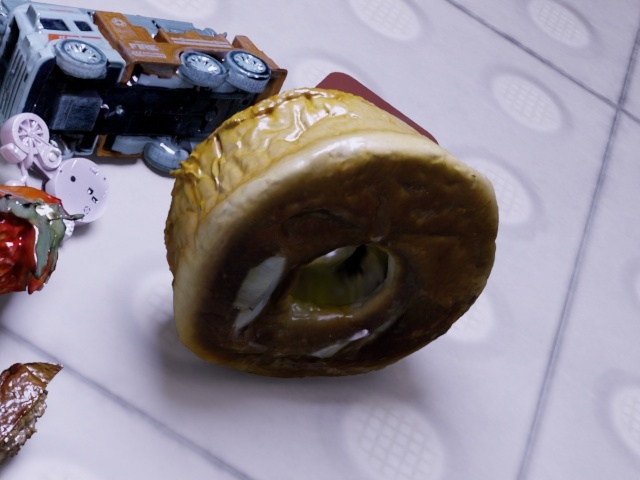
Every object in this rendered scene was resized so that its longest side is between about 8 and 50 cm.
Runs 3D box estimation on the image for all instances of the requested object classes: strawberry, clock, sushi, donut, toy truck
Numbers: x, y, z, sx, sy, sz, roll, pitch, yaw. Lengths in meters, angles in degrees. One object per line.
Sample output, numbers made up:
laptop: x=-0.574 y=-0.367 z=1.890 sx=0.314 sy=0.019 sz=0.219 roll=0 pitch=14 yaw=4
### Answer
strawberry: x=-0.336 y=-0.022 z=1.103 sx=0.228 sy=0.098 sz=0.174 roll=20 pitch=2 yaw=-3
clock: x=-0.263 y=-0.061 z=1.223 sx=0.129 sy=0.041 sz=0.087 roll=50 pitch=52 yaw=-26
sushi: x=-0.257 y=0.145 z=1.043 sx=0.055 sy=0.052 sz=0.120 roll=31 pitch=39 yaw=-5
donut: x=0.000 y=0.000 z=1.190 sx=0.330 sy=0.330 sz=0.160 roll=3 pitch=37 yaw=-32
toy truck: x=-0.222 y=-0.178 z=1.343 sx=0.338 sy=0.133 sz=0.184 roll=-1 pitch=41 yaw=-39

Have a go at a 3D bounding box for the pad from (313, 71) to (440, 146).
pad: x=0.039 y=-0.112 z=1.549 sx=0.181 sy=0.004 sz=0.267 roll=36 pitch=39 yaw=2
